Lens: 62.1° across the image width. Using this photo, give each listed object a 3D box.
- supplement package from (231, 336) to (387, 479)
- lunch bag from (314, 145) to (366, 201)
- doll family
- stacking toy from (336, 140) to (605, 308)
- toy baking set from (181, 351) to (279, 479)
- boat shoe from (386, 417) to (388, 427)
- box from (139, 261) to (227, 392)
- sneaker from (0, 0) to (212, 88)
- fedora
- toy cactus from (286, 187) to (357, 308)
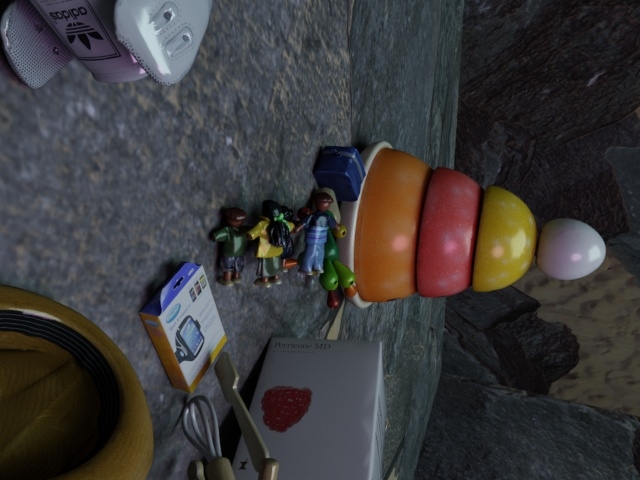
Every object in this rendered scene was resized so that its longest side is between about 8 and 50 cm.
[{"bbox_3d":[-0.006,0.299,0.732,0.293,0.178,0.175,-76,162,-52],"label":"supplement package"},{"bbox_3d":[0.034,-0.118,0.899,0.098,0.067,0.065,63,40,-55],"label":"lunch bag"},{"bbox_3d":[-0.048,-0.007,0.672,0.193,0.076,0.111,-13,112,-56],"label":"doll family"},{"bbox_3d":[0.293,-0.005,1.044,0.351,0.480,0.350,9,90,-69],"label":"stacking toy"},{"bbox_3d":[-0.105,0.254,0.536,0.030,0.197,0.256,12,89,-39],"label":"toy baking set"},{"bbox_3d":[0.060,0.454,1.140,0.341,0.110,0.121,-34,130,-63],"label":"boat shoe"},{"bbox_3d":[-0.144,0.088,0.567,0.081,0.028,0.136,-59,148,-46],"label":"box"},{"bbox_3d":[-0.160,-0.170,0.256,0.366,0.138,0.210,-55,145,-56],"label":"sneaker"},{"bbox_3d":[-0.195,0.109,0.317,0.079,0.194,0.194,-45,165,13],"label":"fedora"},{"bbox_3d":[0.000,0.000,0.849,0.219,0.112,0.180,62,22,-54],"label":"toy cactus"}]
